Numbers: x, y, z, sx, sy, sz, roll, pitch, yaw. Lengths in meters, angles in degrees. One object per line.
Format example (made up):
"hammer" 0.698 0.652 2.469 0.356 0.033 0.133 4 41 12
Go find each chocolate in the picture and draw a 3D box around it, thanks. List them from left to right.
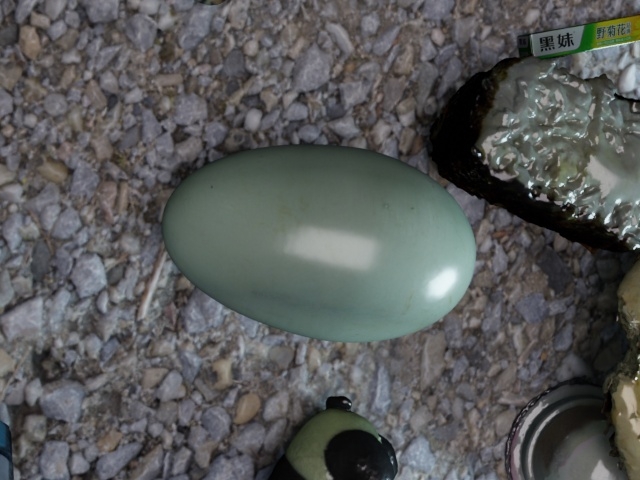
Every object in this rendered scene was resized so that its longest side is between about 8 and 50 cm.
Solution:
"chocolate" 0.367 0.293 1.716 0.221 0.147 0.221 -2 97 -17

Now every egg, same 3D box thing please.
"egg" 0.000 0.000 1.526 0.371 0.230 0.229 9 97 -10

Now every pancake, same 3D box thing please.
"pancake" 0.475 0.173 1.676 0.382 0.071 0.382 2 87 -45

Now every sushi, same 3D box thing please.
"sushi" 0.309 -0.105 1.618 0.343 0.182 0.196 23 89 -18

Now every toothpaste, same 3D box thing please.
"toothpaste" 0.342 -0.259 1.665 0.179 0.043 0.037 -11 102 -12

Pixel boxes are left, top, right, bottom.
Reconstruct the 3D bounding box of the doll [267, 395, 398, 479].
"doll" -0.003 0.316 1.635 0.135 0.143 0.234 39 90 7

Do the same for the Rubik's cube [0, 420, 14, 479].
"Rubik's cube" -0.553 0.310 1.372 0.359 0.363 0.362 30 93 -19

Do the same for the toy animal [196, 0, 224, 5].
"toy animal" -0.183 -0.377 1.491 0.255 0.090 0.169 17 99 -14
